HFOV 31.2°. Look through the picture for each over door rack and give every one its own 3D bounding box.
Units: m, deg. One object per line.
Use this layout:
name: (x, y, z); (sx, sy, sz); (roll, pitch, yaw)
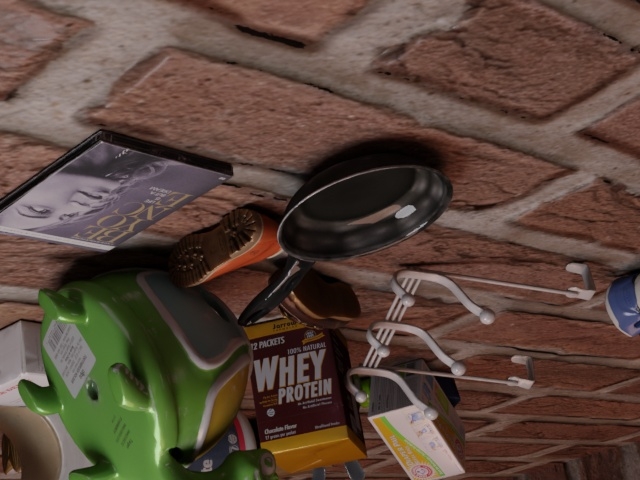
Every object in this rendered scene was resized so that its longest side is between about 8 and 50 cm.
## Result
over door rack: (0.221, 0.145, 1.638); (0.324, 0.108, 0.239); (0, 137, -23)

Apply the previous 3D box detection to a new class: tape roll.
tape roll: (-0.455, 0.313, 1.633); (0.100, 0.286, 0.286); (-25, 154, 34)

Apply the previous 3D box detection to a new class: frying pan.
frying pan: (0.028, -0.004, 1.292); (0.197, 0.053, 0.326); (-6, 153, -22)

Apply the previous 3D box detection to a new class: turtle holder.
turtle holder: (-0.185, 0.166, 1.360); (0.227, 0.243, 0.320); (-17, -149, -42)

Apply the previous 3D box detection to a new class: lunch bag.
lunch bag: (0.214, 0.286, 2.164); (0.098, 0.065, 0.067); (3, 141, -27)

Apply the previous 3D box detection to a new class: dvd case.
dvd case: (-0.222, -0.043, 1.173); (0.221, 0.018, 0.164); (-26, 154, 38)

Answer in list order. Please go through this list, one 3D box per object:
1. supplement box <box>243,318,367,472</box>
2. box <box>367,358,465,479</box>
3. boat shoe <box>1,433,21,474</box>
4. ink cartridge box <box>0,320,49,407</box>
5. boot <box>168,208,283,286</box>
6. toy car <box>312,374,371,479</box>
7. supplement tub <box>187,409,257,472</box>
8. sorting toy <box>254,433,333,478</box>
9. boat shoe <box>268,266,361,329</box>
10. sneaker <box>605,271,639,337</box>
supplement box: (-0.021, 0.232, 1.730); (0.129, 0.194, 0.191); (-13, 159, 7)
box: (0.177, 0.329, 2.065); (0.103, 0.114, 0.203); (-18, 126, 22)
boat shoe: (-0.492, 0.352, 1.990); (0.096, 0.098, 0.277); (-1, 167, -22)
ink cartridge box: (-0.379, 0.179, 1.595); (0.139, 0.082, 0.190); (-24, 154, 33)
boot: (-0.105, 0.016, 1.328); (0.158, 0.059, 0.084); (-26, 159, 34)
toy car: (0.024, 0.351, 2.071); (0.155, 0.188, 0.149); (-18, 158, 22)
supplement tub: (-0.268, 0.389, 2.041); (0.272, 0.191, 0.191); (4, 156, -32)
sorting toy: (-0.121, 0.432, 2.362); (0.257, 0.089, 0.255); (-12, 159, 5)
boat shoe: (-0.019, 0.083, 1.515); (0.073, 0.073, 0.207); (-20, 157, 21)
sneaker: (0.604, 0.079, 1.702); (0.315, 0.127, 0.182); (1, 159, -21)
